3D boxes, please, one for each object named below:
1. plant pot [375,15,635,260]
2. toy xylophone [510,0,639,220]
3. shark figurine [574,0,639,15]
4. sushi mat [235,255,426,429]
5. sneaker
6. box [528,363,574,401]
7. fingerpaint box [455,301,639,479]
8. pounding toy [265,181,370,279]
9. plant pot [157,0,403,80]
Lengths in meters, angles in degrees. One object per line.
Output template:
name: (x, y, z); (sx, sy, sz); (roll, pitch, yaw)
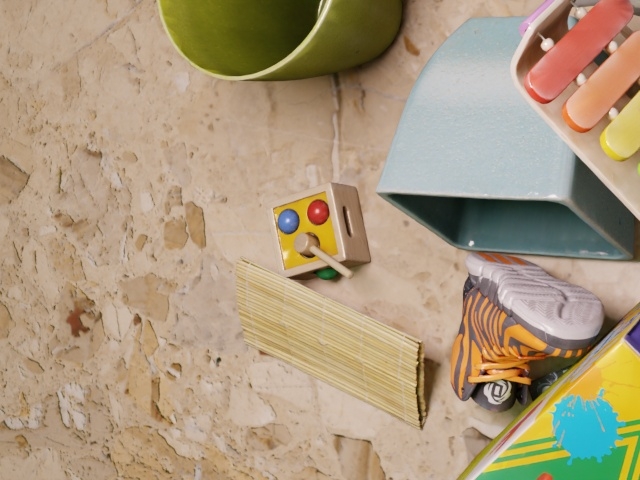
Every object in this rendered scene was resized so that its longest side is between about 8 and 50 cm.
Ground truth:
plant pot: (0.247, -0.134, 1.752); (0.247, 0.248, 0.252); (3, 75, 32)
toy xylophone: (0.353, -0.152, 1.582); (0.322, 0.236, 0.081); (40, 145, -4)
shark figurine: (0.408, -0.312, 1.722); (0.166, 0.278, 0.116); (58, 159, -8)
sushi mat: (0.010, 0.136, 1.955); (0.316, 0.019, 0.151); (24, 134, 31)
sneaker: (0.245, 0.132, 1.733); (0.124, 0.321, 0.180); (7, 100, -10)
box: (0.310, 0.196, 1.808); (0.083, 0.018, 0.067); (-26, 74, 27)
fingerpaint box: (0.290, 0.238, 1.560); (0.163, 0.445, 0.371); (46, 110, 9)
pounding toy: (0.000, 0.000, 1.964); (0.130, 0.100, 0.141); (-17, 78, 30)
plant pot: (-0.017, -0.325, 1.885); (0.274, 0.293, 0.275); (-2, 86, 32)
